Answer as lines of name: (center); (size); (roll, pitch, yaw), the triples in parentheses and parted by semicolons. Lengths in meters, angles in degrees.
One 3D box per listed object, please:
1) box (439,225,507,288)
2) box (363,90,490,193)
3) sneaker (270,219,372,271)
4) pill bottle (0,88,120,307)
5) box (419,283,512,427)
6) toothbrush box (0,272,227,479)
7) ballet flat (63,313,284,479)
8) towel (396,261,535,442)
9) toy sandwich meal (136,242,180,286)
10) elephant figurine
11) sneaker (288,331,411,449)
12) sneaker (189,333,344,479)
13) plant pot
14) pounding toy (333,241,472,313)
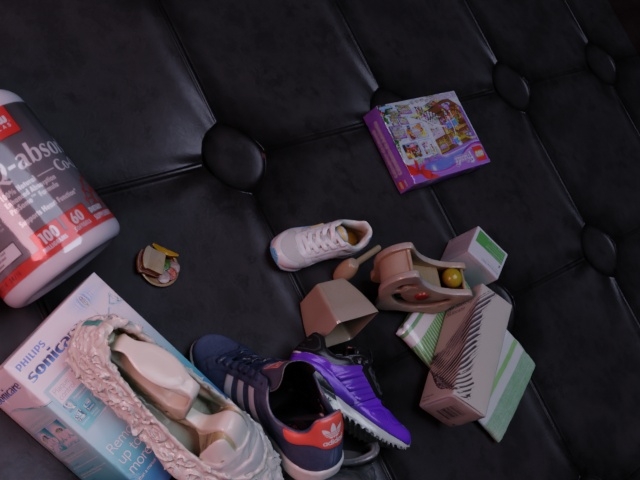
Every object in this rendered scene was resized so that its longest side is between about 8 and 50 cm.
box: (0.339, 0.043, 2.046); (0.101, 0.102, 0.087); (43, 50, -14)
box: (0.253, -0.235, 2.155); (0.293, 0.057, 0.201); (-18, 78, -42)
sneaker: (0.000, 0.000, 1.810); (0.228, 0.092, 0.088); (-13, 78, -40)
pill bottle: (-0.493, -0.096, 1.394); (0.363, 0.210, 0.210); (52, 47, -4)
box: (0.297, 0.232, 1.864); (0.094, 0.113, 0.275); (35, 51, -18)
toothbrush box: (-0.327, 0.234, 1.410); (0.295, 0.126, 0.216); (45, 48, -8)
ballet flat: (-0.193, 0.254, 1.327); (0.409, 0.147, 0.147); (42, 48, -14)
towel: (0.320, 0.234, 1.978); (0.325, 0.038, 0.248); (48, 49, -10)
toy sandwich meal: (-0.282, 0.041, 1.610); (0.085, 0.029, 0.086); (18, 57, -30)
elephant figurine: (0.043, 0.405, 1.529); (0.186, 0.169, 0.239); (37, 35, 26)
sneaker: (0.070, 0.271, 1.691); (0.293, 0.102, 0.146); (36, 68, -18)
sneaker: (-0.084, 0.228, 1.490); (0.131, 0.148, 0.350); (-25, 47, -39)
plant pot: (0.025, 0.134, 1.756); (0.109, 0.109, 0.096); (-12, 63, -41)
pounding toy: (0.173, 0.046, 1.854); (0.269, 0.154, 0.155); (6, 58, -25)
